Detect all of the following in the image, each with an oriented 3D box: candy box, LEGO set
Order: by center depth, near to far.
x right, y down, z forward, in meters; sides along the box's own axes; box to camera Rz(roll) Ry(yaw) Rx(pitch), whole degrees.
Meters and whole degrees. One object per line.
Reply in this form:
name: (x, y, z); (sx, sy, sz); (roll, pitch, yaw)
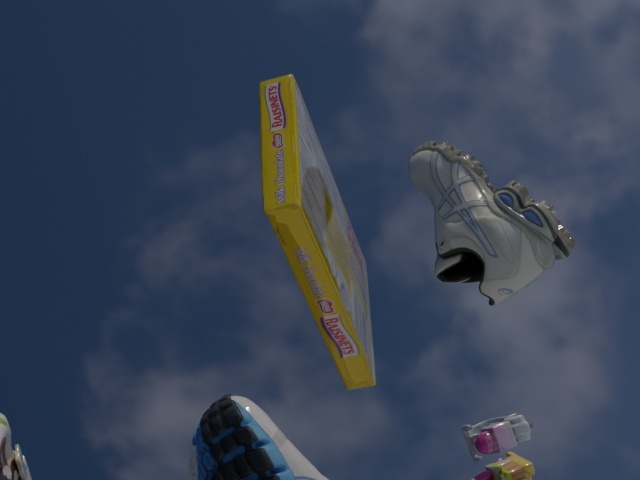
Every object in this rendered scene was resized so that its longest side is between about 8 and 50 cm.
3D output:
candy box: (0.000, 0.000, 1.023); (0.027, 0.105, 0.206); (-13, -39, 8)
LEGO set: (0.174, 0.303, 1.427); (0.107, 0.132, 0.287); (-18, -100, -17)

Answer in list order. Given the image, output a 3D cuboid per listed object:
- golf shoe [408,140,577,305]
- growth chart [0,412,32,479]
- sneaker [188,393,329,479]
golf shoe: (0.101, -0.013, 1.160); (0.086, 0.176, 0.069); (-47, -55, -4)
growth chart: (-0.180, 0.191, 0.965); (0.021, 0.172, 0.237); (-13, -39, 3)
sneaker: (0.008, 0.155, 0.775); (0.083, 0.190, 0.071); (-17, -21, -44)
